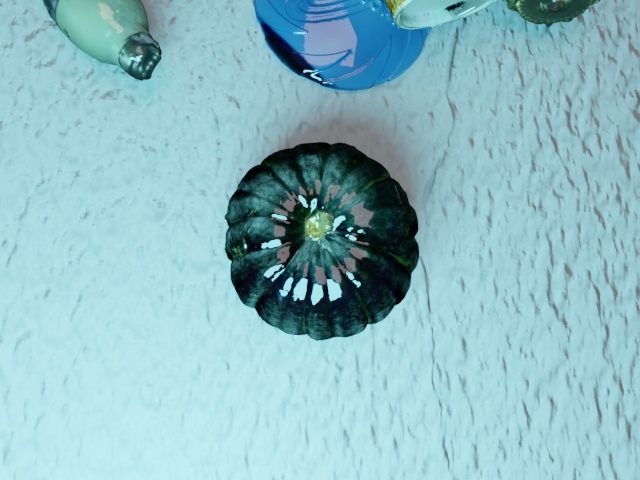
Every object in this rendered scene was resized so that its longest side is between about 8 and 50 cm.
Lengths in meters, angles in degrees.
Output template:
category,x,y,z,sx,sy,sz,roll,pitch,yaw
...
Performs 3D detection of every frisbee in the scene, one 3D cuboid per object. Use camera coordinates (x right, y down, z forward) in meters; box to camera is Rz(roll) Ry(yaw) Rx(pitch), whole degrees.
category,x,y,z,sx,sy,sz,roll,pitch,yaw
frisbee,0.034,-0.317,0.754,0.241,0.045,0.242,1,79,-7

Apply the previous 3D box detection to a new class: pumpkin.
category,x,y,z,sx,sy,sz,roll,pitch,yaw
pumpkin,0.000,0.000,0.634,0.220,0.162,0.221,-1,77,3

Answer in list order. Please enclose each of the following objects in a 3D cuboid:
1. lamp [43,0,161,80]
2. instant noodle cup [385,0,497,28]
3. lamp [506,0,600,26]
category,x,y,z,sx,sy,sz,roll,pitch,yaw
lamp,-0.275,-0.284,0.683,0.101,0.101,0.250,-41,75,-12
instant noodle cup,0.139,-0.364,0.674,0.213,0.213,0.174,-17,90,-10
lamp,0.313,-0.429,0.748,0.176,0.177,0.274,10,80,-6
